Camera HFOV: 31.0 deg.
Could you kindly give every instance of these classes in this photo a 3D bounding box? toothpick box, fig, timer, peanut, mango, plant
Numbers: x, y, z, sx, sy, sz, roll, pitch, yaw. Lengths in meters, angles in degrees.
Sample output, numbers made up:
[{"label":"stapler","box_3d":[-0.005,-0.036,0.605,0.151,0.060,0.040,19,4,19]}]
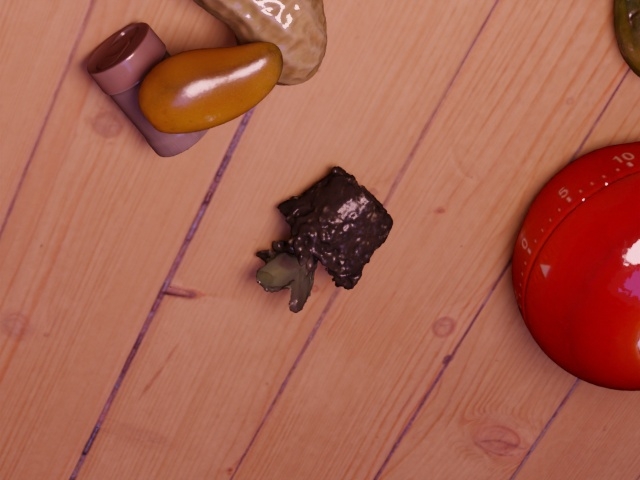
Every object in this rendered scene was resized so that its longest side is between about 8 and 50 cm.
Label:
[{"label":"toothpick box","box_3d":[-0.216,-0.192,1.481,0.098,0.098,0.149,-33,124,6]},{"label":"fig","box_3d":[0.469,-0.313,1.600,0.133,0.126,0.185,-27,85,39]},{"label":"timer","box_3d":[0.476,0.046,1.710,0.377,0.279,0.378,-8,125,-12]},{"label":"peanut","box_3d":[-0.088,-0.317,1.426,0.136,0.120,0.298,-35,123,12]},{"label":"mango","box_3d":[-0.133,-0.190,1.408,0.184,0.085,0.102,-22,133,-7]},{"label":"plant","box_3d":[0.000,0.000,1.642,0.131,0.142,0.203,33,99,-39]}]
